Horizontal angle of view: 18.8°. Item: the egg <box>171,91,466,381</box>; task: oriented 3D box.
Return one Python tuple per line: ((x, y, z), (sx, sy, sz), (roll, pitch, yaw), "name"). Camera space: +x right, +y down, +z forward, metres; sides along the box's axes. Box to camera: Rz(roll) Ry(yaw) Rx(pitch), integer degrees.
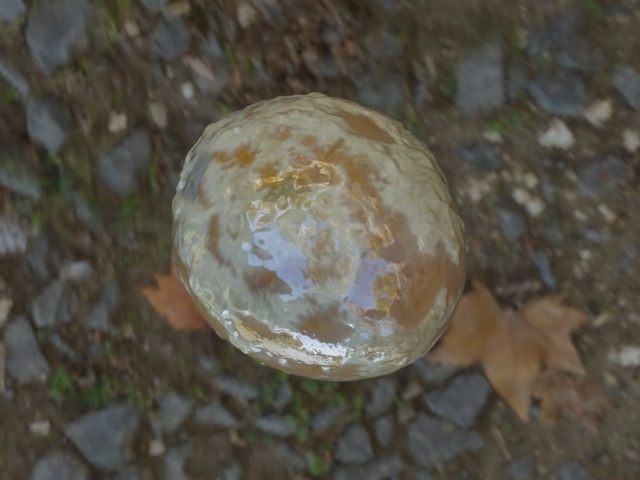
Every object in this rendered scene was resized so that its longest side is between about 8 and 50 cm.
((0.000, 0.000, 1.319), (0.195, 0.233, 0.195), (-30, 145, -24), "egg")
